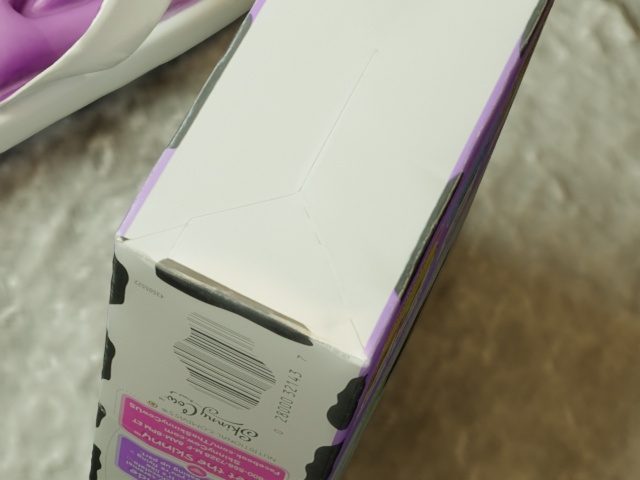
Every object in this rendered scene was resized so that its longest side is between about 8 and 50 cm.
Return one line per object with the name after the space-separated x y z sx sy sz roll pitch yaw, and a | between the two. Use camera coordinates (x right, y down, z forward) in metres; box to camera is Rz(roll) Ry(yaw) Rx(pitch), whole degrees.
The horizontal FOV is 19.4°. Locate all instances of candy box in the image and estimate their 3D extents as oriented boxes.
0.000 0.000 0.551 0.070 0.196 0.165 25 59 5 | candy box

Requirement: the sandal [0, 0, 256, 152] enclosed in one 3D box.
-0.104 -0.127 0.645 0.169 0.102 0.416 42 60 1 | sandal
